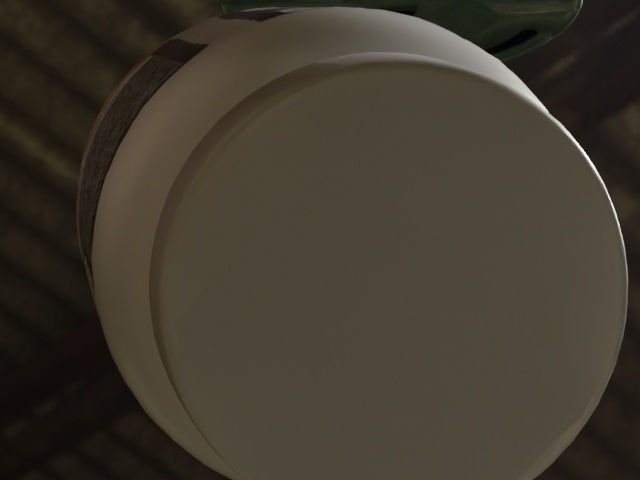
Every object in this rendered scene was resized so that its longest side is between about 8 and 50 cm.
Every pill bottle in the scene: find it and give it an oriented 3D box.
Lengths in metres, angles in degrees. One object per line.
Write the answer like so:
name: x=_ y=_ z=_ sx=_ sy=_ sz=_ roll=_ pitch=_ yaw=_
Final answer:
pill bottle: x=0.000 y=0.000 z=0.651 sx=0.162 sy=0.162 sz=0.278 roll=27 pitch=3 yaw=-11

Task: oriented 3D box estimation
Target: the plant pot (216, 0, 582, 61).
plant pot: x=0.054 y=-0.313 z=1.337 sx=0.341 sy=0.334 sz=0.341 roll=2 pitch=-18 yaw=1
